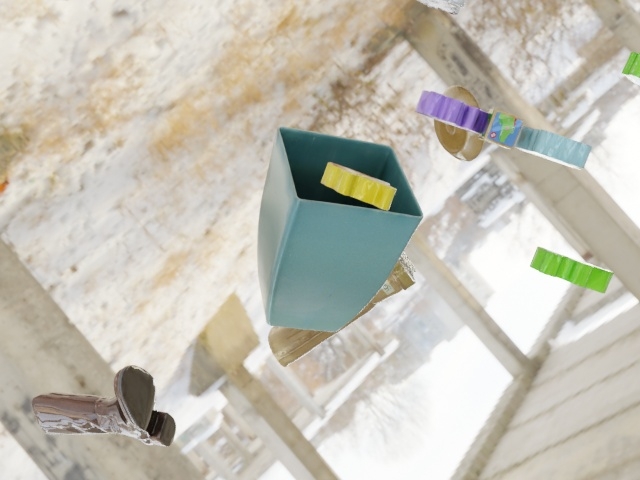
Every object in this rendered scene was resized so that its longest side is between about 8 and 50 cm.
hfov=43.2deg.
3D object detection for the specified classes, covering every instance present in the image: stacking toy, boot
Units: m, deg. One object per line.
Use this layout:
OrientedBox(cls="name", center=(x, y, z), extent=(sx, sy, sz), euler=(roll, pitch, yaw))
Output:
OrientedBox(cls="stacking toy", center=(0.132, -0.077, 0.580), extent=(0.052, 0.221, 0.166), euler=(-87, -162, -82))
OrientedBox(cls="boot", center=(0.038, 0.101, 1.461), extent=(0.270, 0.089, 0.236), euler=(-35, -177, 10))
OrientedBox(cls="boot", center=(-0.178, 0.124, 0.616), extent=(0.106, 0.114, 0.037), euler=(78, 23, -47))

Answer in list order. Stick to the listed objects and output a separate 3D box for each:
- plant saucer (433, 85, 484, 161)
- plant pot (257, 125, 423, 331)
OrientedBox(cls="plant saucer", center=(0.145, -0.124, 0.868), extent=(0.015, 0.083, 0.083), euler=(-16, 166, -25))
OrientedBox(cls="plant pot", center=(0.000, 0.000, 1.077), extent=(0.165, 0.166, 0.234), euler=(-105, -151, -49))
